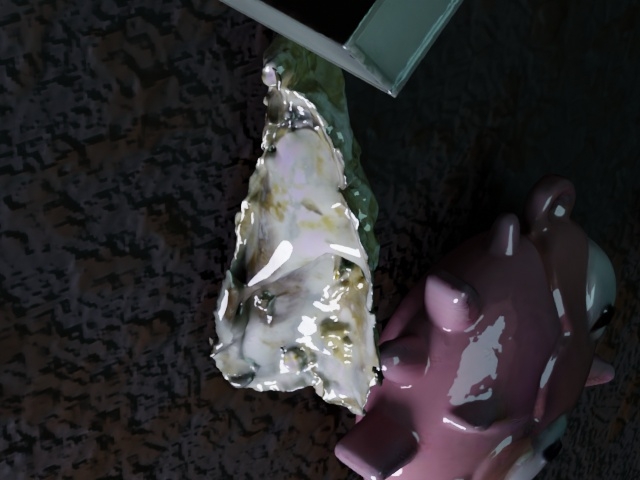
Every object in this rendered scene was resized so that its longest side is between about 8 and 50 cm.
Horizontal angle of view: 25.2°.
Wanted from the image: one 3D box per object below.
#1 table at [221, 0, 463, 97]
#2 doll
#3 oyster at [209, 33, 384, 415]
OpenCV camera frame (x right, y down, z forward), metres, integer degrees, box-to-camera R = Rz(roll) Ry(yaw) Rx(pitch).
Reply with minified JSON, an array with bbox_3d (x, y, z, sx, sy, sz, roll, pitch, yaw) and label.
[{"bbox_3d":[0.031,-0.194,0.510,0.240,0.121,0.111,-55,142,-2],"label":"table"},{"bbox_3d":[0.084,0.085,0.786,0.211,0.093,0.262,8,108,-52],"label":"doll"},{"bbox_3d":[-0.001,0.003,0.660,0.061,0.106,0.200,-71,-177,-54],"label":"oyster"}]
